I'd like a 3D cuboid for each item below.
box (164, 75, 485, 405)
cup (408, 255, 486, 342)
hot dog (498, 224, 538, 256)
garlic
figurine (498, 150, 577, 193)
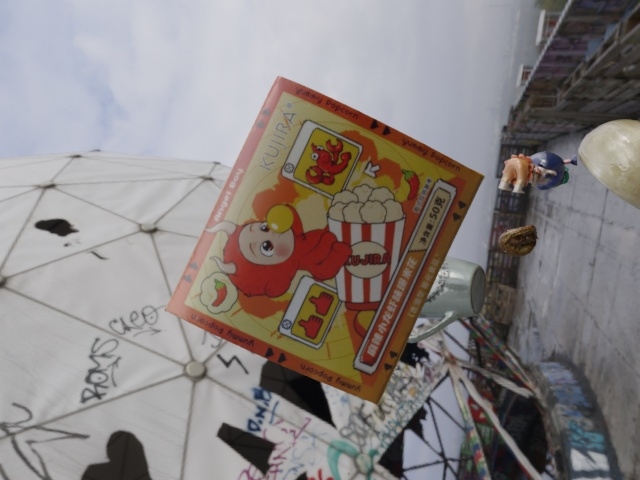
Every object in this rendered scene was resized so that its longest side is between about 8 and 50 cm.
[{"bbox_3d":[0.000,0.000,0.613,0.214,0.259,0.284,-171,106,-87],"label":"box"},{"bbox_3d":[0.304,0.158,1.333,0.186,0.234,0.258,45,-122,-46],"label":"cup"},{"bbox_3d":[0.381,-0.001,0.943,0.035,0.083,0.058,-139,39,-59],"label":"hot dog"},{"bbox_3d":[0.662,-0.158,1.059,0.164,0.145,0.245,30,-150,-56],"label":"garlic"},{"bbox_3d":[0.539,-0.171,1.223,0.194,0.111,0.102,-7,-67,-33],"label":"figurine"}]
